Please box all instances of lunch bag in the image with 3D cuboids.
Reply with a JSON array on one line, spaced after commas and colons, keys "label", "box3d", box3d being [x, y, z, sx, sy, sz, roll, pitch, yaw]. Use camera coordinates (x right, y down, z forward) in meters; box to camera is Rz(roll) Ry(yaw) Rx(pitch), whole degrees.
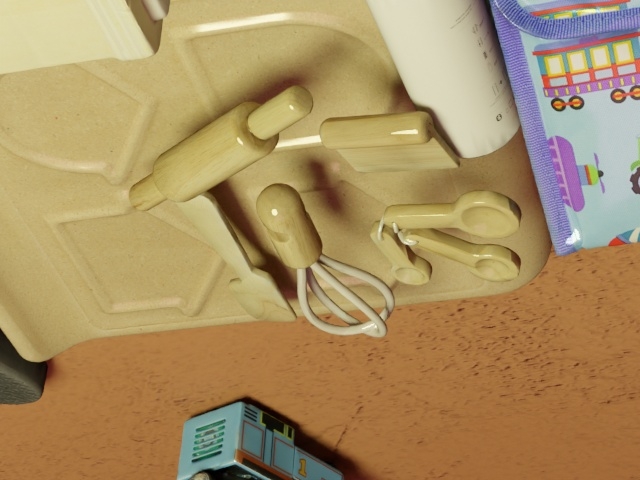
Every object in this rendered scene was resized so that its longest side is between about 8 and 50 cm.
[{"label": "lunch bag", "box3d": [0.192, -0.155, 0.906, 0.221, 0.138, 0.293, -9, 129, 17]}]

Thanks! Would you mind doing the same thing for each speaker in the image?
[{"label": "speaker", "box3d": [0.060, -0.100, 0.926, 0.055, 0.055, 0.136, -9, 146, 16]}]

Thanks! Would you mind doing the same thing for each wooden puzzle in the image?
[{"label": "wooden puzzle", "box3d": [-0.058, -0.060, 1.086, 0.348, 0.080, 0.322, -11, 144, 10]}]

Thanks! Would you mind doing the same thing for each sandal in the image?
[{"label": "sandal", "box3d": [-0.265, 0.046, 1.282, 0.097, 0.054, 0.254, 1, 156, 14]}]

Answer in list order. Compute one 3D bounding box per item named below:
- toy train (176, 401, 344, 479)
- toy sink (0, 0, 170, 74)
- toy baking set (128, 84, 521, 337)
[{"label": "toy train", "box3d": [-0.032, 0.200, 1.440, 0.080, 0.105, 0.184, -21, 140, 38]}, {"label": "toy sink", "box3d": [-0.138, -0.169, 0.854, 0.234, 0.153, 0.131, -8, 145, 13]}, {"label": "toy baking set", "box3d": [-0.004, -0.004, 1.034, 0.197, 0.030, 0.256, 33, 146, -28]}]
